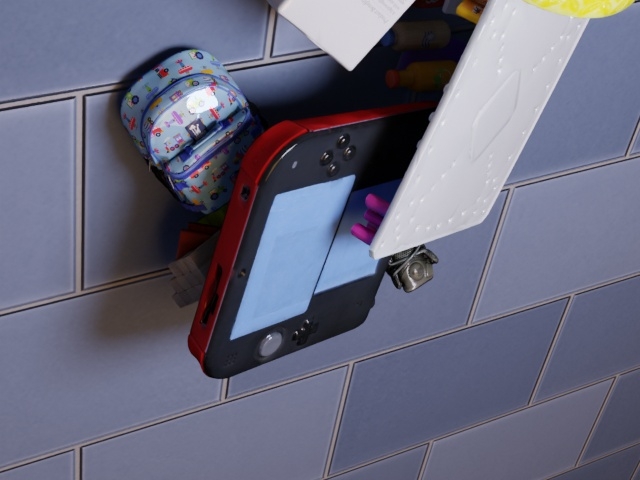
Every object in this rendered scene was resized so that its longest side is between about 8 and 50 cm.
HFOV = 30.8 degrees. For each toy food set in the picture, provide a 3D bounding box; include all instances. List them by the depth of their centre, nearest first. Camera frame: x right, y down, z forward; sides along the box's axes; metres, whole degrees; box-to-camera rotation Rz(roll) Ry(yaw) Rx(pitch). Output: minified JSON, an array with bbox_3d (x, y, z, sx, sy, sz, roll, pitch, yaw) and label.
[{"bbox_3d":[0.144,-0.308,1.488,0.104,0.111,0.232,-9,136,-31],"label":"toy food set"}]

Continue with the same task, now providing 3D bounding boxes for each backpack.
[{"bbox_3d":[-0.153,-0.140,1.433,0.158,0.117,0.173,-35,139,-4],"label":"backpack"}]

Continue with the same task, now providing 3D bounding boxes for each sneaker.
[{"bbox_3d":[0.116,-0.008,1.760,0.087,0.130,0.227,-33,139,-8],"label":"sneaker"}]

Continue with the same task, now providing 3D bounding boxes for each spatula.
[{"bbox_3d":[0.239,-0.256,1.679,0.296,0.030,0.084,-5,129,-33],"label":"spatula"}]

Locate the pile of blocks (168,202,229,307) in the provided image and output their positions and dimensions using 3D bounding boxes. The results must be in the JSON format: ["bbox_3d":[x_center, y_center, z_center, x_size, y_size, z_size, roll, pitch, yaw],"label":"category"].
[{"bbox_3d":[-0.077,-0.059,1.603,0.362,0.149,0.113,-37,99,-14],"label":"pile of blocks"}]

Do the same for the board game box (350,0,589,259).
[{"bbox_3d":[0.215,-0.177,1.554,0.390,0.050,0.390,-17,136,-60],"label":"board game box"}]

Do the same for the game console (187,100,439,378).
[{"bbox_3d":[0.000,0.000,1.532,0.342,0.060,0.387,-12,134,-41],"label":"game console"}]

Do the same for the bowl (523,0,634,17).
[{"bbox_3d":[0.287,-0.411,1.325,0.289,0.289,0.156,-9,152,-30],"label":"bowl"}]

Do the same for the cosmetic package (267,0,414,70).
[{"bbox_3d":[0.020,-0.330,1.340,0.184,0.151,0.151,-46,140,11],"label":"cosmetic package"}]
